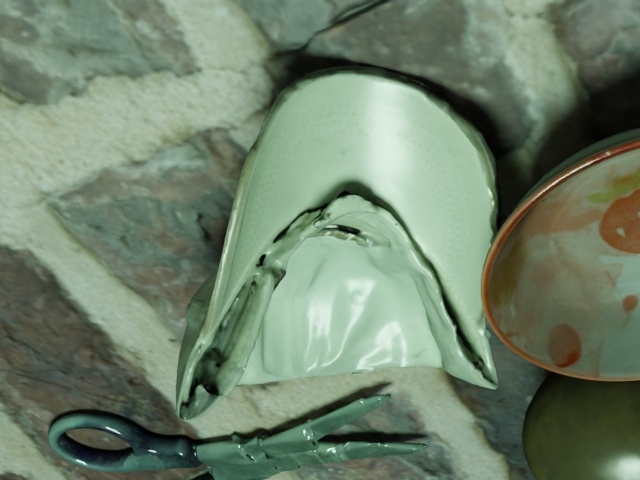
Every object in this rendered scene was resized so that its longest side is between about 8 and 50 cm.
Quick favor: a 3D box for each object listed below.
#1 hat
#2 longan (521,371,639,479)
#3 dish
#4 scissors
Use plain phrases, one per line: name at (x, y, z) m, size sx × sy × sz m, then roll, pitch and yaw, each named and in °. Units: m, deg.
hat at (0.002, 0.007, 0.938) m, size 0.257 × 0.168 × 0.301 m, roll -4°, pitch 115°, yaw -20°
longan at (0.275, 0.167, 1.021) m, size 0.204 × 0.159 × 0.185 m, roll -1°, pitch 180°, yaw -5°
dish at (0.243, -0.007, 0.890) m, size 0.260 × 0.085 × 0.260 m, roll -2°, pitch 136°, yaw -2°
scissors at (-0.076, 0.223, 1.237) m, size 0.383 × 0.029 × 0.256 m, roll -19°, pitch 129°, yaw 29°
